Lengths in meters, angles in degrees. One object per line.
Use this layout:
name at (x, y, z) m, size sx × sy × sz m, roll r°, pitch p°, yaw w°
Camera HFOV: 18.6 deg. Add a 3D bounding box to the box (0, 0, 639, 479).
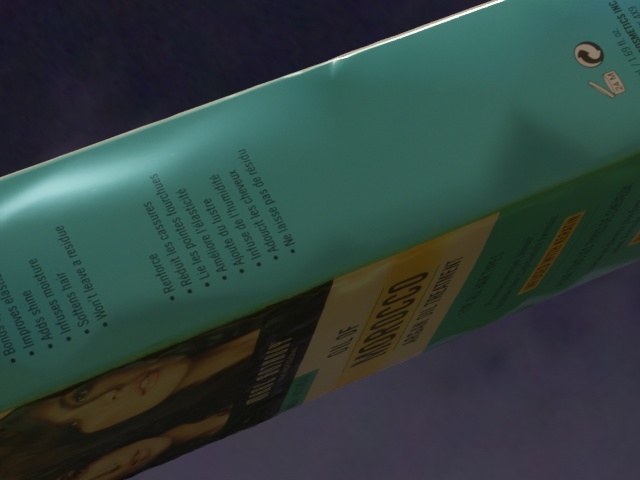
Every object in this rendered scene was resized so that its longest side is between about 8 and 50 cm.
box at (0.000, 0.000, 0.547) m, size 0.244 × 0.060 × 0.100 m, roll -22°, pitch -20°, yaw -20°
